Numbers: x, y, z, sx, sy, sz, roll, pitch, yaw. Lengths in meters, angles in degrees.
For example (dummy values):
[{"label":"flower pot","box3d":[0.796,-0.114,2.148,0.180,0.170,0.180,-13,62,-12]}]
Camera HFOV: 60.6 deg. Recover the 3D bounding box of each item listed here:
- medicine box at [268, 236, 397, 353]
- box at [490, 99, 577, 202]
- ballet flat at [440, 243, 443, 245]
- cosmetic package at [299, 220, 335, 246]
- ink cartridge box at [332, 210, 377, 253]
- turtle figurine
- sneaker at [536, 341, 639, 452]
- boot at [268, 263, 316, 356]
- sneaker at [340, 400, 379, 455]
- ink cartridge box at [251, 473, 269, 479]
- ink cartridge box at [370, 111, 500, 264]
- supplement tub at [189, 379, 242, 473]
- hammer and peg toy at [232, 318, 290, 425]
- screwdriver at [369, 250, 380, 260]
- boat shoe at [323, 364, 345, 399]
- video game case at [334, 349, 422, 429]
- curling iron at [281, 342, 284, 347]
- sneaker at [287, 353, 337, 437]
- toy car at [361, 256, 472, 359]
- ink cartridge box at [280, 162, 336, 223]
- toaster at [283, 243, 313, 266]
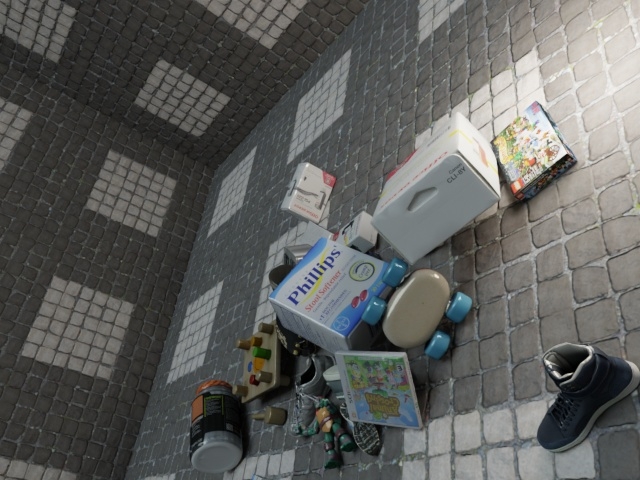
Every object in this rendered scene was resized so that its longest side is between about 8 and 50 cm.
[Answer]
[{"label":"medicine box","box3d":[0.051,0.164,1.564,0.289,0.149,0.263,22,59,34]},{"label":"box","box3d":[0.528,-0.226,1.377,0.159,0.044,0.233,-45,31,34]},{"label":"ballet flat","box3d":[0.333,-0.023,1.542,0.188,0.070,0.070,-58,26,20]},{"label":"cosmetic package","box3d":[0.000,0.000,2.140,0.098,0.060,0.239,-61,26,3]},{"label":"ink cartridge box","box3d":[0.114,-0.002,1.895,0.175,0.072,0.127,-41,24,40]},{"label":"turtle figurine","box3d":[0.012,0.522,1.578,0.234,0.118,0.175,55,132,44]},{"label":"sneaker","box3d":[0.429,0.276,0.970,0.226,0.163,0.086,-56,28,19]},{"label":"boot","box3d":[-0.032,0.281,1.794,0.377,0.138,0.284,37,143,29]},{"label":"sneaker","box3d":[0.115,0.507,1.475,0.063,0.073,0.162,-30,46,-3]},{"label":"ink cartridge box","box3d":[-0.202,0.809,1.813,0.083,0.028,0.048,-16,53,56]},{"label":"ink cartridge box","box3d":[0.301,-0.144,1.416,0.279,0.160,0.384,-41,9,28]},{"label":"supplement tub","box3d":[-0.401,0.703,2.095,0.193,0.194,0.316,-53,27,22]},{"label":"hammer and peg toy","box3d":[-0.222,0.494,1.988,0.266,0.127,0.361,-39,42,45]},{"label":"screwdriver","box3d":[0.163,0.038,1.847,0.025,0.024,0.170,-35,24,-5]},{"label":"boat shoe","box3d":[0.136,0.400,1.518,0.319,0.116,0.099,-14,97,50]},{"label":"video game case","box3d":[0.142,0.373,1.378,0.212,0.023,0.193,-8,99,39]},{"label":"curling iron","box3d":[-0.082,0.314,2.036,0.274,0.035,0.068,-48,34,31]},{"label":"sneaker","box3d":[-0.044,0.478,1.721,0.281,0.115,0.105,-65,26,-2]},{"label":"toy car","box3d":[0.245,0.164,1.439,0.210,0.219,0.238,-62,-3,6]},{"label":"ink cartridge box","box3d":[-0.051,-0.197,2.304,0.092,0.159,0.217,8,74,63]},{"label":"toaster","box3d":[-0.062,0.102,2.036,0.168,0.110,0.185,-143,52,-63]}]
